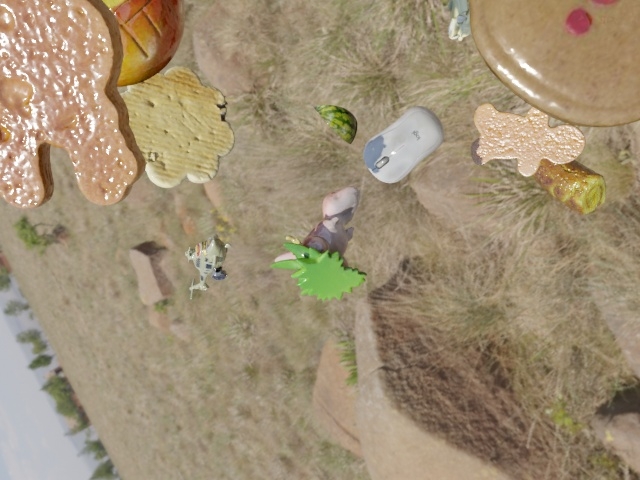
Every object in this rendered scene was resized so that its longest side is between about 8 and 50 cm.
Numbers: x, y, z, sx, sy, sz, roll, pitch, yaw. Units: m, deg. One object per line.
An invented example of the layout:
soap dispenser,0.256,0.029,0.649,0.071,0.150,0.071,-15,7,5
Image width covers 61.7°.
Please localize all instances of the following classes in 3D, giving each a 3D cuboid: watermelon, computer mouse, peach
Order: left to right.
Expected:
peach,-0.389,-0.441,1.061,0.249,0.274,0.245,51,176,7
watermelon,0.064,-0.331,1.503,0.163,0.069,0.087,30,-160,-51
computer mouse,0.291,-0.328,1.853,0.184,0.297,0.121,54,-170,-7

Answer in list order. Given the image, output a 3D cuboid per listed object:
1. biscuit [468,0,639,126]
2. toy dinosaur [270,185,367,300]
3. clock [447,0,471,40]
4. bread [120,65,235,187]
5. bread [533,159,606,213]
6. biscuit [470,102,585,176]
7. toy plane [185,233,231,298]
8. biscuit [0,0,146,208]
biscuit,0.347,-0.327,0.609,0.359,0.074,0.381,37,105,7
toy dinosaur,-0.006,-0.002,0.951,0.194,0.152,0.177,-44,37,25
clock,0.483,-0.652,1.463,0.379,0.276,0.120,17,168,7
bread,-0.356,-0.274,1.304,0.054,0.316,0.316,-18,99,62
bread,0.639,-0.154,1.385,0.132,0.103,0.172,46,-175,-47
biscuit,0.478,-0.233,1.245,0.250,0.036,0.165,11,104,25
toy plane,-0.299,0.070,1.393,0.286,0.108,0.092,116,154,-56
biscuit,-0.319,-0.195,0.605,0.047,0.202,0.334,-95,-1,-66
